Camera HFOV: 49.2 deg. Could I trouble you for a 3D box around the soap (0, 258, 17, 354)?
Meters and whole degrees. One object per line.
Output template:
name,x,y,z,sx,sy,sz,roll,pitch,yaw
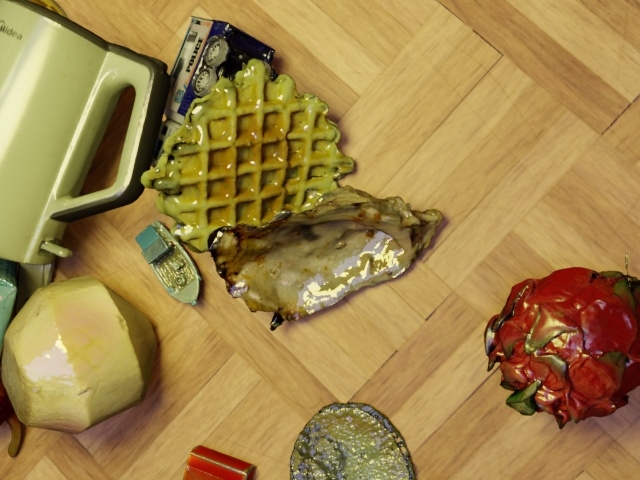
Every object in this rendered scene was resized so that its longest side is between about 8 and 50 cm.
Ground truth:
soap,-0.566,0.114,1.178,0.077,0.293,0.156,13,94,-26

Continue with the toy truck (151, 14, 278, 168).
toy truck,-0.195,-0.221,1.157,0.155,0.124,0.268,29,97,44

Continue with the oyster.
oyster,0.010,-0.006,1.098,0.361,0.221,0.096,-25,45,4

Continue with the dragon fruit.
dragon fruit,0.370,0.127,1.016,0.234,0.234,0.293,34,66,11

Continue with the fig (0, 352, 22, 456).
fig,-0.600,0.281,1.245,0.207,0.175,0.175,33,97,-15

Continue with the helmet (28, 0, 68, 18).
helmet,-0.587,-0.373,1.252,0.257,0.140,0.205,19,93,9

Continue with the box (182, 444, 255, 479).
box,-0.188,0.453,1.194,0.112,0.048,0.175,17,93,14

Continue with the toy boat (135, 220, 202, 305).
toy boat,-0.260,0.041,1.210,0.069,0.059,0.173,-37,82,10

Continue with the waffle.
waffle,-0.109,-0.110,1.104,0.317,0.297,0.073,-50,35,-1

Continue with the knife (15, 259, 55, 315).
knife,-0.511,0.013,1.275,0.073,0.040,0.266,9,91,9

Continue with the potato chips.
potato chips,0.041,0.378,1.159,0.220,0.029,0.202,-41,81,6

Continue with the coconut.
coconut,-0.389,0.187,1.154,0.259,0.259,0.259,0,89,12

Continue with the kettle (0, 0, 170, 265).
kettle,-0.437,-0.157,1.118,0.361,0.250,0.377,24,89,18
